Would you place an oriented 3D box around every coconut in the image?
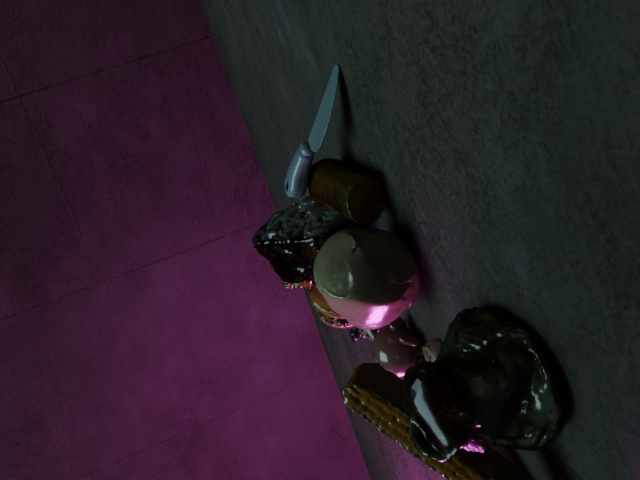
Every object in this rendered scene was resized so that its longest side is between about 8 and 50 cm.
[{"bbox_3d":[0.093,0.067,1.114,0.224,0.224,0.224,159,90,-81],"label":"coconut"}]

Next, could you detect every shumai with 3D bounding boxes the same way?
[{"bbox_3d":[0.204,0.222,0.820,0.272,0.204,0.222,78,168,-62],"label":"shumai"}]

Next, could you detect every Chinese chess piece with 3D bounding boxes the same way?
[{"bbox_3d":[0.242,0.246,1.153,0.084,0.034,0.084,158,90,-81],"label":"Chinese chess piece"}]

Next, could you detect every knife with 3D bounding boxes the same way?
[{"bbox_3d":[-0.014,-0.217,1.206,0.331,0.044,0.080,116,150,-42],"label":"knife"}]

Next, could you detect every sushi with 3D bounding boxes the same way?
[{"bbox_3d":[0.000,0.000,1.430,0.348,0.234,0.207,0,126,51],"label":"sushi"}]

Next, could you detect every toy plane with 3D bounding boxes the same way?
[{"bbox_3d":[0.145,0.260,1.581,0.108,0.092,0.286,94,153,-46],"label":"toy plane"}]

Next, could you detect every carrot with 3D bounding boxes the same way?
[{"bbox_3d":[0.050,-0.115,1.229,0.302,0.114,0.114,-142,32,-65],"label":"carrot"}]

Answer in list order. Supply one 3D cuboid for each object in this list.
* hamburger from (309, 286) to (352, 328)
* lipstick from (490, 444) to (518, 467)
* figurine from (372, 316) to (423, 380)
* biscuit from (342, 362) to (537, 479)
[{"bbox_3d":[0.069,0.153,1.517,0.191,0.182,0.118,48,175,44],"label":"hamburger"},{"bbox_3d":[0.331,0.458,0.950,0.087,0.087,0.327,81,165,-52],"label":"lipstick"},{"bbox_3d":[0.180,0.256,1.302,0.125,0.125,0.138,-123,31,-50],"label":"figurine"},{"bbox_3d":[0.201,0.316,0.842,0.379,0.054,0.094,35,-162,7],"label":"biscuit"}]
